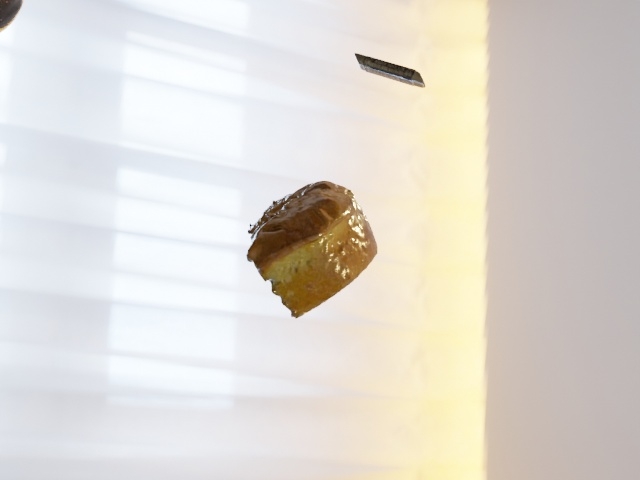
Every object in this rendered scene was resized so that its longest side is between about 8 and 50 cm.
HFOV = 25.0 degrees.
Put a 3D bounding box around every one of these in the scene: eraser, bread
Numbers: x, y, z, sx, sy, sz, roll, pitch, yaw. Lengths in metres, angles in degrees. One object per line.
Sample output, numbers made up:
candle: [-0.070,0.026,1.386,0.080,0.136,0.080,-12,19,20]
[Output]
eraser: [0.089,-0.218,1.846,0.099,0.027,0.019,17,-99,13]
bread: [0.000,0.000,1.931,0.139,0.143,0.229,-24,-164,17]

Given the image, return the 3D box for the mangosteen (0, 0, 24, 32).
mangosteen: [-0.520,-0.408,2.147,0.250,0.211,0.211,-17,-111,47]
